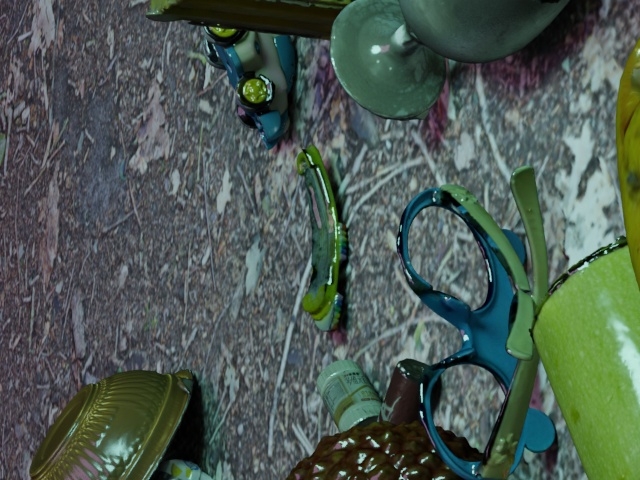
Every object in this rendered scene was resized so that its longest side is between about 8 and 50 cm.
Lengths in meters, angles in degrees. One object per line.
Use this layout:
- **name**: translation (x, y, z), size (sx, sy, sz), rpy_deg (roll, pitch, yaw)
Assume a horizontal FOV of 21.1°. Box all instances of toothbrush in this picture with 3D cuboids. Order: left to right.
- **toothbrush**: translation (0.035, 0.265, 1.524), size (0.041, 0.041, 0.364), rpy_deg (53, 131, 55)

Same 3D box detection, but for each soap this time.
- **soap**: translation (-0.030, -0.232, 1.539), size (0.135, 0.233, 0.076), rpy_deg (167, 104, -64)

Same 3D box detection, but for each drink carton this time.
- **drink carton**: translation (-0.170, 0.280, 1.893), size (0.200, 0.074, 0.084), rpy_deg (-14, 48, 62)

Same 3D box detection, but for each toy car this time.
- **toy car**: translation (-0.058, -0.186, 1.777), size (0.161, 0.098, 0.126), rpy_deg (61, 176, 7)

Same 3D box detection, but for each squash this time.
- **squash**: translation (0.227, 0.126, 1.056), size (0.132, 0.132, 0.247), rpy_deg (-60, 35, 40)

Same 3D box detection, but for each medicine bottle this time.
- **medicine bottle**: translation (0.031, 0.149, 1.547), size (0.083, 0.047, 0.047), rpy_deg (58, 136, 52)

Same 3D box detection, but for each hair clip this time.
- **hair clip**: translation (0.000, 0.000, 1.656), size (0.060, 0.033, 0.188), rpy_deg (148, 121, -61)

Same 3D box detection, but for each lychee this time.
- **lychee**: translation (0.065, 0.227, 1.331), size (0.188, 0.188, 0.188), rpy_deg (-23, 65, 61)

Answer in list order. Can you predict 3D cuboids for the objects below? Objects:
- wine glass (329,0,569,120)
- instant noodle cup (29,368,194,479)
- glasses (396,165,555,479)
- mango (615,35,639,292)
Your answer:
- **wine glass**: translation (0.107, -0.189, 1.376), size (0.241, 0.126, 0.126), rpy_deg (-35, 54, 57)
- **instant noodle cup**: translation (-0.254, 0.233, 1.928), size (0.274, 0.091, 0.274), rpy_deg (-50, 14, 17)
- **glasses**: translation (0.111, 0.041, 1.244), size (0.207, 0.102, 0.239), rpy_deg (79, -176, -63)
- **mango**: translation (0.273, -0.032, 0.963), size (0.365, 0.182, 0.253), rpy_deg (-105, 29, -56)
